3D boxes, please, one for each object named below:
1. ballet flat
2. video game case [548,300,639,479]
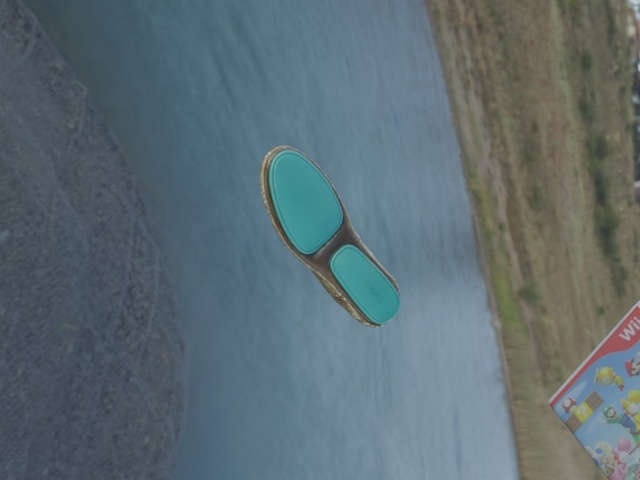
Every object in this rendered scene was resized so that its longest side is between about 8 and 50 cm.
[{"bbox_3d":[0.000,0.000,0.735,0.206,0.073,0.067,57,-17,-20],"label":"ballet flat"},{"bbox_3d":[0.442,0.241,0.997,0.025,0.204,0.285,21,24,-35],"label":"video game case"}]
